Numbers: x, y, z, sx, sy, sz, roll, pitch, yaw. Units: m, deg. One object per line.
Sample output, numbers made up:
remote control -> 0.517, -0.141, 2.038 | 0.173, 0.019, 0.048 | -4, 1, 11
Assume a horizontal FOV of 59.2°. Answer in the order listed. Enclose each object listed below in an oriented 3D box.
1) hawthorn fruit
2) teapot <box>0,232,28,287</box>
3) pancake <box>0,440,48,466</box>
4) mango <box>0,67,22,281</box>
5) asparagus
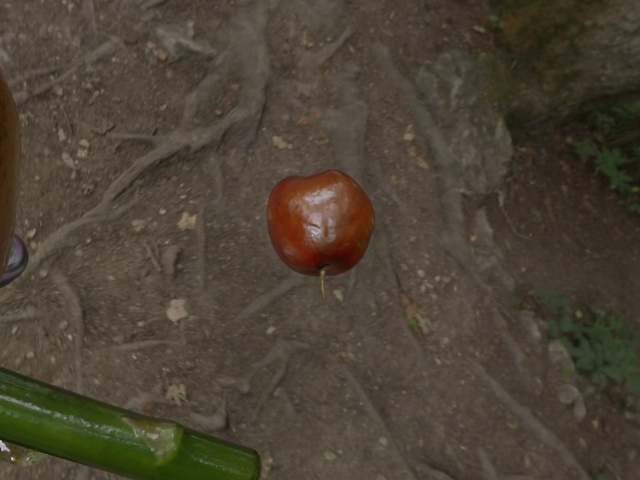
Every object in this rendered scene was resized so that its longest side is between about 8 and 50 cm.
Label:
hawthorn fruit -> -0.003, -0.012, 0.639 | 0.125, 0.125, 0.140 | 6, 95, -26
teapot -> -0.627, 0.059, 1.035 | 0.116, 0.146, 0.148 | 36, 37, -28
pancake -> -0.562, 0.287, 0.840 | 0.244, 0.057, 0.266 | -42, 97, 5
mango -> -0.312, -0.041, 0.394 | 0.201, 0.350, 0.199 | 19, 52, -9
asparagus -> -0.177, 0.183, 0.509 | 0.277, 0.067, 0.060 | 28, 44, -25
